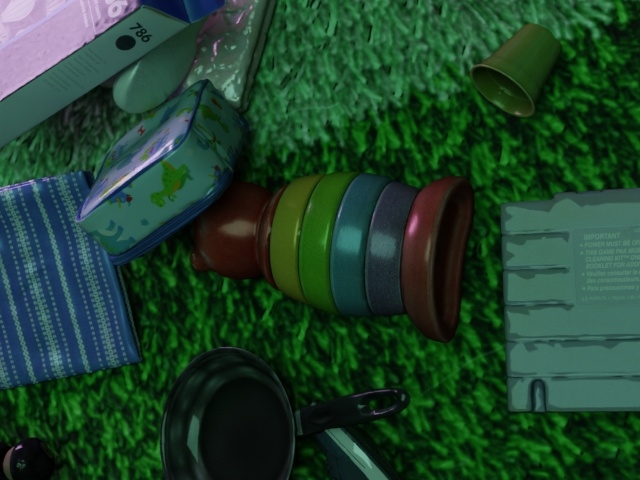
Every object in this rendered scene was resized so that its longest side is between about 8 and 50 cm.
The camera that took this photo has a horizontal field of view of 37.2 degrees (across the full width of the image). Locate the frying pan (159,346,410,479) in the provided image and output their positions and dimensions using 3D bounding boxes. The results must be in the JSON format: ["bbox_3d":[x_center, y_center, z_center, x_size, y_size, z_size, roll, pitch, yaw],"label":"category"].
[{"bbox_3d":[-0.054,0.176,1.012,0.326,0.053,0.197,-42,60,24],"label":"frying pan"}]

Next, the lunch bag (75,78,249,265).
[{"bbox_3d":[-0.173,-0.077,1.042,0.176,0.219,0.090,-33,113,17],"label":"lunch bag"}]

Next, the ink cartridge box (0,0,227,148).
[{"bbox_3d":[-0.272,-0.247,1.063,0.333,0.065,0.165,-29,56,13],"label":"ink cartridge box"}]

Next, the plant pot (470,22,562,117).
[{"bbox_3d":[0.218,-0.190,1.028,0.083,0.083,0.079,34,80,17],"label":"plant pot"}]

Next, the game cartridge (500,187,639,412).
[{"bbox_3d":[0.364,0.057,0.957,0.355,0.068,0.230,-3,77,15],"label":"game cartridge"}]

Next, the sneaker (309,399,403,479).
[{"bbox_3d":[0.018,0.295,0.999,0.163,0.086,0.226,-42,73,4],"label":"sneaker"}]

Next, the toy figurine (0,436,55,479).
[{"bbox_3d":[-0.401,0.320,1.044,0.148,0.213,0.209,-9,78,28],"label":"toy figurine"}]

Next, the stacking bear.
[{"bbox_3d":[0.000,0.000,1.019,0.289,0.164,0.175,7,83,21],"label":"stacking bear"}]

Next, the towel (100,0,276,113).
[{"bbox_3d":[-0.206,-0.336,1.176,0.332,0.053,0.316,14,86,18],"label":"towel"}]

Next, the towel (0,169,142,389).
[{"bbox_3d":[-0.399,0.063,1.138,0.336,0.040,0.243,-12,97,12],"label":"towel"}]

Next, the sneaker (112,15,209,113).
[{"bbox_3d":[-0.192,-0.247,1.100,0.094,0.080,0.212,24,82,25],"label":"sneaker"}]
